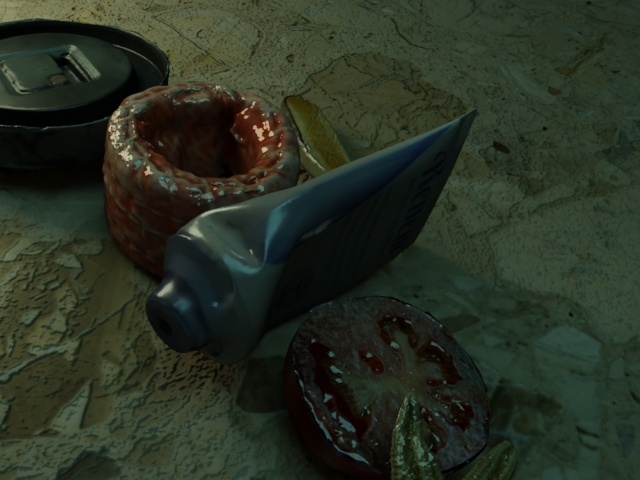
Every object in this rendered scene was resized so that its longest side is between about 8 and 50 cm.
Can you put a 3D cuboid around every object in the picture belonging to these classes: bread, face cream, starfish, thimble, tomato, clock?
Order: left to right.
[{"bbox_3d":[-0.364,-0.206,0.993,0.325,0.067,0.325,3,39,-3],"label":"clock"},{"bbox_3d":[-0.145,-0.071,0.893,0.239,0.162,0.239,7,44,-7],"label":"thimble"},{"bbox_3d":[-0.010,-0.139,1.086,0.073,0.053,0.214,-3,43,-25],"label":"bread"},{"bbox_3d":[0.000,0.000,0.818,0.420,0.235,0.137,-27,59,-35],"label":"face cream"},{"bbox_3d":[0.064,0.163,0.772,0.225,0.085,0.225,13,42,-12],"label":"tomato"},{"bbox_3d":[0.106,0.255,0.653,0.277,0.062,0.236,9,73,-24],"label":"starfish"}]
